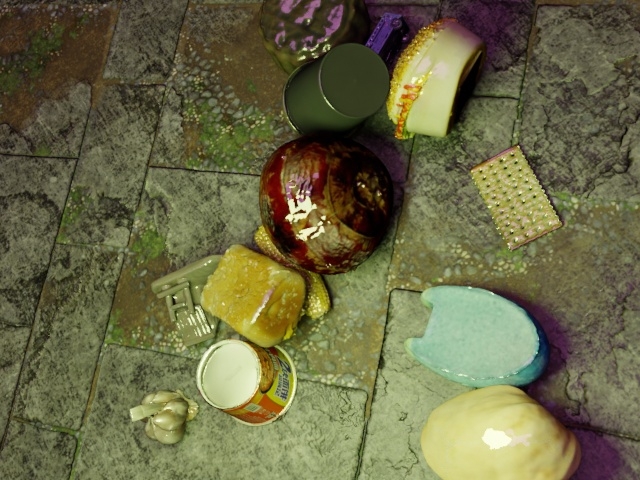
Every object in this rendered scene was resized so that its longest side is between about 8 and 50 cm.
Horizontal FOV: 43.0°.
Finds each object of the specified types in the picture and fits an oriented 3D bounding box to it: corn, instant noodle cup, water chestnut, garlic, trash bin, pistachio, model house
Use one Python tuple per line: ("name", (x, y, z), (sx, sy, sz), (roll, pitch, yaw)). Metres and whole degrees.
("corn", (-0.067, 0.068, 1.997), (0.101, 0.101, 0.292), (-34, 67, 8))
("instant noodle cup", (-0.182, 0.327, 1.920), (0.213, 0.174, 0.213), (-6, 72, 19))
("water chestnut", (0.000, -0.083, 1.919), (0.302, 0.350, 0.351), (-8, 69, 48))
("garlic", (-0.394, 0.430, 1.967), (0.131, 0.194, 0.127), (43, 101, 20))
("trash bin", (0.025, -0.345, 1.969), (0.214, 0.334, 0.214), (1, 88, -20))
("pistachio", (0.370, 0.420, 1.664), (0.321, 0.229, 0.238), (-3, 51, 34))
("model house", (-0.292, 0.157, 2.040), (0.229, 0.122, 0.188), (-22, 73, 8))

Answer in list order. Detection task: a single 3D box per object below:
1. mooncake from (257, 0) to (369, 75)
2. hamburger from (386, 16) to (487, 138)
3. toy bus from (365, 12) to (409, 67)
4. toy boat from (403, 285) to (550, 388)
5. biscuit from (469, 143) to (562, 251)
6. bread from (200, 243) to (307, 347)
("mooncake", (-0.019, -0.569, 2.128), (0.290, 0.161, 0.290), (-5, 75, 19))
("hamburger", (0.264, -0.379, 1.908), (0.179, 0.276, 0.294), (27, 74, 13))
("toy bus", (0.161, -0.499, 2.090), (0.076, 0.073, 0.167), (26, 81, 32))
("toy boat", (0.353, 0.224, 1.807), (0.329, 0.123, 0.215), (10, 70, 34))
("biscuit", (0.451, -0.101, 1.898), (0.139, 0.016, 0.231), (-28, 67, 10))
("bread", (-0.147, 0.130, 1.901), (0.246, 0.176, 0.196), (26, 83, 45))
